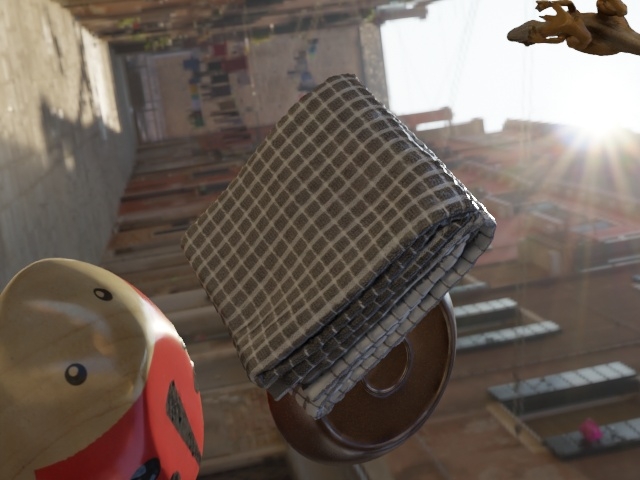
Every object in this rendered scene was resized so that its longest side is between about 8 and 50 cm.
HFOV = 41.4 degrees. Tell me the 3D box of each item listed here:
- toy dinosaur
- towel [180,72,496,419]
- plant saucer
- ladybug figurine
[{"bbox_3d":[0.248,-0.176,0.721,0.211,0.112,0.064,34,-81,41],"label":"toy dinosaur"},{"bbox_3d":[0.000,0.000,0.854,0.121,0.283,0.235,31,17,-53],"label":"towel"},{"bbox_3d":[0.072,0.154,1.107,0.050,0.310,0.310,16,-63,54],"label":"plant saucer"},{"bbox_3d":[-0.241,0.201,0.993,0.449,0.162,0.305,80,13,-55],"label":"ladybug figurine"}]
